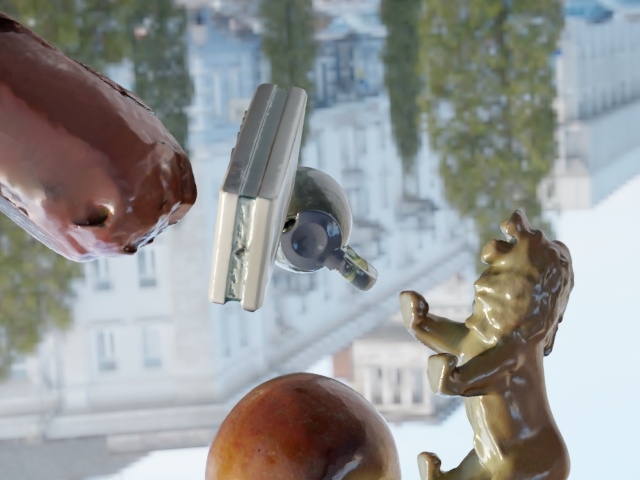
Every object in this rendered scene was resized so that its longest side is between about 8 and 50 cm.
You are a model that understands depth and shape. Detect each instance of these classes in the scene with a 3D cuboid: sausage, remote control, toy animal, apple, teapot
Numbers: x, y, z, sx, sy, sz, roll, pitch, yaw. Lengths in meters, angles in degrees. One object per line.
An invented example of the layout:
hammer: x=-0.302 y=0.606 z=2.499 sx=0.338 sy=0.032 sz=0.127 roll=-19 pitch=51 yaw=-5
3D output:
sausage: x=-0.236 y=-0.090 z=1.305 sx=0.280 sy=0.152 sz=0.152 roll=35 pitch=-164 yaw=9
remote control: x=-0.056 y=-0.046 z=1.334 sx=0.055 sy=0.103 sz=0.277 roll=9 pitch=-155 yaw=1
toy animal: x=0.160 y=0.132 z=1.302 sx=0.157 sy=0.312 sz=0.097 roll=-9 pitch=-176 yaw=-15
apple: x=-0.011 y=0.292 z=1.846 sx=0.253 sy=0.253 sz=0.253 roll=-3 pitch=-172 yaw=0
teapot: x=-0.010 y=0.002 z=1.609 sx=0.111 sy=0.149 sz=0.108 roll=-22 pitch=-159 yaw=0
